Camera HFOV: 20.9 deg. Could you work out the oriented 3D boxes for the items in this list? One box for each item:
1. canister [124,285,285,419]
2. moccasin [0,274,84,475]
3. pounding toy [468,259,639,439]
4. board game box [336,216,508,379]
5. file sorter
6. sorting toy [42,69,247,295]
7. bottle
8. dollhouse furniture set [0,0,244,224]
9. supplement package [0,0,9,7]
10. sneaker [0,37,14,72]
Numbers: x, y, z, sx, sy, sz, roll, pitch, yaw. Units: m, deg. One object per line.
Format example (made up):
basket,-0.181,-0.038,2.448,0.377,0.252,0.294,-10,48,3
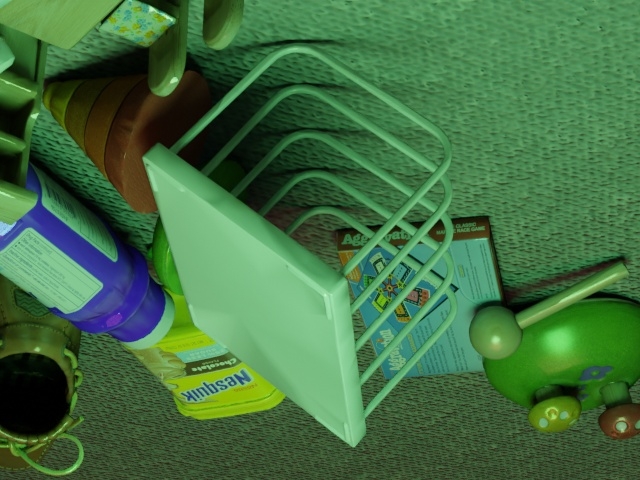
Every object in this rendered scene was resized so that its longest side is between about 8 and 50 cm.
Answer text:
canister,-0.119,0.112,1.774,0.126,0.073,0.170,-11,147,18
moccasin,-0.303,0.155,1.776,0.139,0.147,0.380,10,149,-16
pounding toy,0.257,0.138,1.744,0.183,0.110,0.237,-18,148,10
board game box,0.111,0.063,1.729,0.145,0.027,0.281,-6,149,9
file sorter,0.000,0.000,1.427,0.193,0.173,0.277,35,159,22
sorting toy,-0.151,-0.042,1.511,0.126,0.127,0.365,23,159,21
bottle,-0.231,0.012,1.554,0.092,0.118,0.283,-44,140,1
dollhouse furniture set,-0.204,-0.143,1.242,0.212,0.161,0.242,21,144,-31
supplement package,-0.266,-0.217,1.057,0.179,0.105,0.105,40,133,3
sneaker,-0.322,-0.140,1.138,0.256,0.094,0.151,-5,118,37
